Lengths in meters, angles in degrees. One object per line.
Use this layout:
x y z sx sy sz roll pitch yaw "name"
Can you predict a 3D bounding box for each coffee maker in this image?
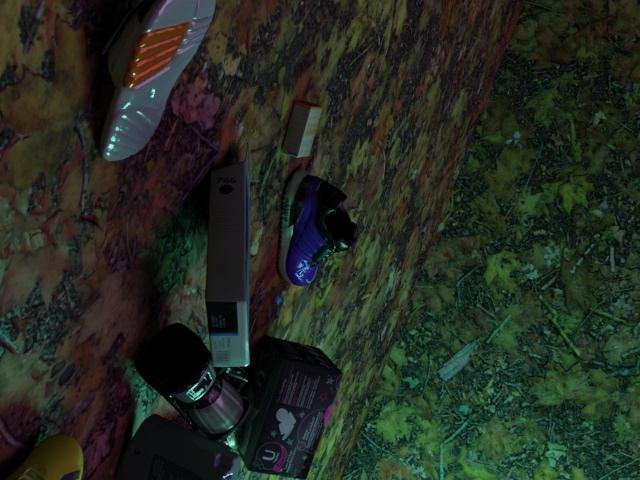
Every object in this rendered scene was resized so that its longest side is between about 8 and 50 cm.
-0.218 0.224 1.474 0.120 0.171 0.178 -64 147 -29 "coffee maker"

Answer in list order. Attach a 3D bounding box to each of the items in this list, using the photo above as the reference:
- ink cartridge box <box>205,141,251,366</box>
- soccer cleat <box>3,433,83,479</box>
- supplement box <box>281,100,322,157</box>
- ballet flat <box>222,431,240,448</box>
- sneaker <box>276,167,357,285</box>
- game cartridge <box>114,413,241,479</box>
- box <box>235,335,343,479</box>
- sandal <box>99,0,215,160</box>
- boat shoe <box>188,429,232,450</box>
-0.141 0.015 1.436 0.165 0.065 0.332 91 -2 -47 "ink cartridge box"
-0.391 0.342 1.131 0.289 0.094 0.121 -55 151 -42 "soccer cleat"
-0.034 -0.206 1.700 0.062 0.036 0.098 -21 129 -69 "supplement box"
-0.202 0.383 1.866 0.052 0.057 0.168 -31 144 -19 "ballet flat"
0.000 0.000 1.857 0.102 0.146 0.293 -55 158 -41 "sneaker"
-0.250 0.439 1.499 0.060 0.196 0.294 -23 131 -68 "game cartridge"
-0.078 0.350 1.943 0.247 0.142 0.163 -71 -158 7 "box"
-0.217 -0.209 1.081 0.102 0.076 0.265 -19 150 -52 "sandal"
-0.238 0.405 1.711 0.076 0.080 0.228 -63 162 -1 "boat shoe"
